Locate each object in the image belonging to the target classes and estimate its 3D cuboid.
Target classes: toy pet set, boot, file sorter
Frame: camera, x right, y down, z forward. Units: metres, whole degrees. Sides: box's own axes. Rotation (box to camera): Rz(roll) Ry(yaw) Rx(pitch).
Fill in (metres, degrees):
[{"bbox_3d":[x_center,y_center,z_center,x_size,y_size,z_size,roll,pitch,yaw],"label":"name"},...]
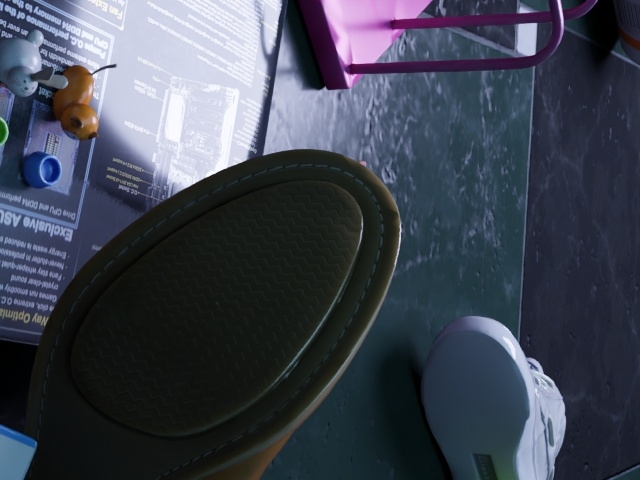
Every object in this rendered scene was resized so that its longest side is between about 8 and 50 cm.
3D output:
[{"bbox_3d":[-0.100,-0.094,0.404,0.122,0.065,0.114,41,60,-50],"label":"toy pet set"},{"bbox_3d":[-0.056,0.105,0.507,0.283,0.109,0.220,-58,164,-9],"label":"boot"},{"bbox_3d":[0.117,-0.263,0.756,0.291,0.182,0.202,-51,133,-42],"label":"file sorter"},{"bbox_3d":[0.155,0.137,0.950,0.123,0.095,0.258,-59,146,-44],"label":"boot"}]

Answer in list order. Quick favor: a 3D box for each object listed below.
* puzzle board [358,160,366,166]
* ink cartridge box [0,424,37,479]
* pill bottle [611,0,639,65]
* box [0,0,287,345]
[{"bbox_3d":[0.000,0.000,0.757,0.128,0.011,0.096,-16,106,-55],"label":"puzzle board"},{"bbox_3d":[-0.177,0.071,0.389,0.088,0.122,0.052,39,64,-46],"label":"ink cartridge box"},{"bbox_3d":[0.382,-0.385,1.113,0.224,0.224,0.392,-55,136,-38],"label":"pill bottle"},{"bbox_3d":[-0.137,-0.078,0.480,0.307,0.076,0.243,19,77,-56],"label":"box"}]
